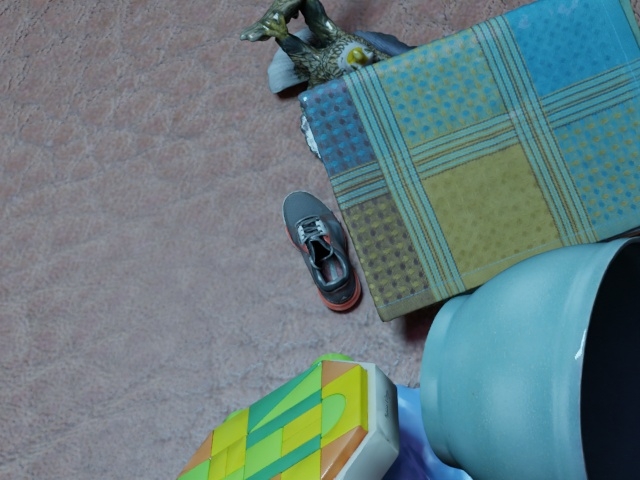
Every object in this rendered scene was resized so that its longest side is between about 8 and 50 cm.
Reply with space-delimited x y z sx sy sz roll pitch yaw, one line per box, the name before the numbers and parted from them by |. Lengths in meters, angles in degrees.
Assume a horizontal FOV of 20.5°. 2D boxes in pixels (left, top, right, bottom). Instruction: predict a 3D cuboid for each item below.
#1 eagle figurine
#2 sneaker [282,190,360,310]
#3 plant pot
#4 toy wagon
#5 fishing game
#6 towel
eagle figurine | 0.061 -0.181 1.996 0.298 0.225 0.226 38 121 -2
sneaker | 0.000 0.000 1.962 0.061 0.065 0.158 -28 61 -1
plant pot | 0.218 0.143 1.726 0.196 0.293 0.293 0 63 30
toy wagon | -0.069 0.255 1.772 0.344 0.068 0.267 -33 25 19
fishing game | 0.091 0.239 1.835 0.189 0.041 0.264 37 72 19
towel | 0.192 -0.097 1.885 0.370 0.040 0.271 -21 92 -3
